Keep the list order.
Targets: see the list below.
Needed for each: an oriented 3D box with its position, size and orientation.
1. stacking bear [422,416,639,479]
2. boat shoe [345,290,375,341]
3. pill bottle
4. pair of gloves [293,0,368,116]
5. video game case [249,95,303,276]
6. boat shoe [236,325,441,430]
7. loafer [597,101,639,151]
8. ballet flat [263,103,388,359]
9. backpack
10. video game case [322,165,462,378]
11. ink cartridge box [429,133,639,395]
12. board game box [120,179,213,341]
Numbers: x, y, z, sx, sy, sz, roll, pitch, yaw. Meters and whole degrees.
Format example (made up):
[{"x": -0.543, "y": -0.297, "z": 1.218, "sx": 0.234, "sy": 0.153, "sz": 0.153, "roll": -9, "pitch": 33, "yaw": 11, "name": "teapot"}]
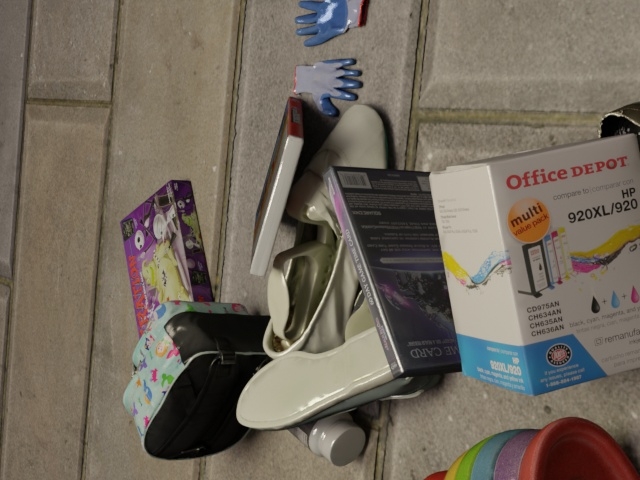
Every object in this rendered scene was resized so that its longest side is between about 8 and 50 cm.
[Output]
[{"x": 0.209, "y": 0.309, "z": 1.172, "sx": 0.289, "sy": 0.175, "sz": 0.164, "roll": -34, "pitch": 65, "yaw": 53, "name": "stacking bear"}, {"x": 0.071, "y": 0.092, "z": 1.431, "sx": 0.043, "sy": 0.049, "sz": 0.137, "roll": -71, "pitch": -1, "yaw": -68, "name": "boat shoe"}, {"x": -0.001, "y": 0.267, "z": 1.481, "sx": 0.137, "sy": 0.078, "sz": 0.078, "roll": 32, "pitch": 113, "yaw": 46, "name": "pill bottle"}, {"x": 0.010, "y": -0.288, "z": 1.535, "sx": 0.159, "sy": 0.023, "sz": 0.198, "roll": 12, "pitch": 97, "yaw": 51, "name": "pair of gloves"}, {"x": -0.063, "y": -0.088, "z": 1.491, "sx": 0.285, "sy": 0.025, "sz": 0.204, "roll": -96, "pitch": 21, "yaw": -71, "name": "video game case"}, {"x": 0.020, "y": 0.206, "z": 1.394, "sx": 0.319, "sy": 0.099, "sz": 0.116, "roll": -25, "pitch": 43, "yaw": 32, "name": "boat shoe"}, {"x": 0.358, "y": -0.040, "z": 1.047, "sx": 0.094, "sy": 0.087, "sz": 0.251, "roll": -51, "pitch": 52, "yaw": 36, "name": "loafer"}, {"x": 0.000, "y": 0.000, "z": 1.451, "sx": 0.139, "sy": 0.139, "sz": 0.400, "roll": 24, "pitch": 107, "yaw": 48, "name": "ballet flat"}, {"x": -0.189, "y": 0.222, "z": 1.598, "sx": 0.191, "sy": 0.225, "sz": 0.253, "roll": 49, "pitch": 122, "yaw": 41, "name": "backpack"}, {"x": 0.124, "y": 0.033, "z": 1.245, "sx": 0.026, "sy": 0.196, "sz": 0.274, "roll": -41, "pitch": 58, "yaw": 44, "name": "video game case"}, {"x": 0.236, "y": 0.020, "z": 1.060, "sx": 0.168, "sy": 0.171, "sz": 0.232, "roll": 180, "pitch": 78, "yaw": -76, "name": "ink cartridge box"}, {"x": -0.277, "y": 0.087, "z": 1.854, "sx": 0.208, "sy": 0.056, "sz": 0.346, "roll": -35, "pitch": 63, "yaw": 49, "name": "board game box"}]
